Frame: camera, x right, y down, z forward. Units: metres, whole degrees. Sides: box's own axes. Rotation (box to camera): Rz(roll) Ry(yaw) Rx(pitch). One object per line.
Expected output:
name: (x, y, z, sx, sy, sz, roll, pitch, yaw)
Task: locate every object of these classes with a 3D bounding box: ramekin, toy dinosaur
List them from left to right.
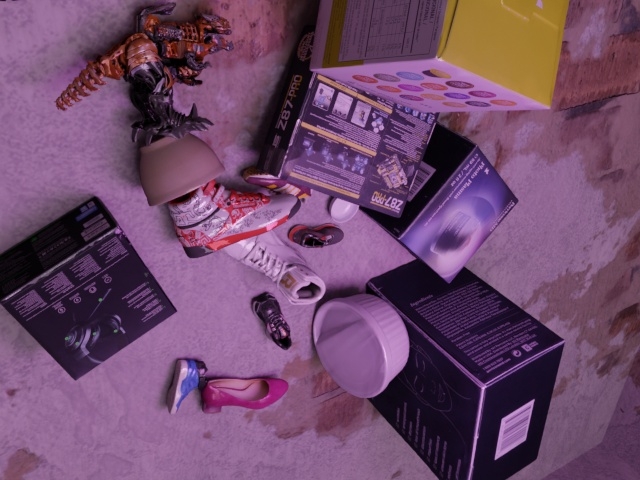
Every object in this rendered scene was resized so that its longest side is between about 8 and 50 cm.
toy dinosaur: (-0.300, -0.294, 1.197, 0.322, 0.164, 0.218, -18, 115, -4)
ramekin: (0.114, 0.265, 1.788, 0.127, 0.273, 0.272, -22, 131, -39)

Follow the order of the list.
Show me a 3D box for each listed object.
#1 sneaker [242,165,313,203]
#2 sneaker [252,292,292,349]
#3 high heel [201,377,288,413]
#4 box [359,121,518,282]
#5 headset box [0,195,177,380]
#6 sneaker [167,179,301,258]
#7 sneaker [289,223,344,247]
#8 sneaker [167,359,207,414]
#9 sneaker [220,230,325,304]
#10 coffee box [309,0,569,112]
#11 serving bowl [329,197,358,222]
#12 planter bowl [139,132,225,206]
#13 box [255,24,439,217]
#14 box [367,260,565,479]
sneaker: (-0.092, -0.116, 1.498, 0.186, 0.069, 0.083, 0, 114, -36)
sneaker: (-0.108, 0.207, 1.701, 0.072, 0.077, 0.178, -37, 134, -13)
high heel: (-0.190, 0.380, 1.750, 0.244, 0.082, 0.117, -4, 137, -20)
box: (0.312, -0.094, 1.741, 0.296, 0.183, 0.294, -51, 137, 3)
headset box: (-0.455, 0.103, 1.329, 0.246, 0.131, 0.283, -35, 134, -13)
sneaker: (-0.180, -0.078, 1.408, 0.270, 0.090, 0.145, -24, 115, -9)
sneaker: (0.000, 0.000, 1.649, 0.158, 0.065, 0.061, -3, 120, -35)
sneaker: (-0.322, 0.361, 1.657, 0.085, 0.058, 0.152, 7, 108, -30)
sneaker: (-0.103, 0.050, 1.534, 0.292, 0.169, 0.108, 28, 102, -43)
coffee box: (0.230, -0.444, 1.260, 0.338, 0.334, 0.338, 8, 92, -41)
serving bowl: (0.054, -0.086, 1.657, 0.083, 0.027, 0.083, -19, 129, -25)
planter bowl: (-0.277, -0.149, 1.289, 0.162, 0.162, 0.109, -29, 107, -18)
box: (0.080, -0.245, 1.482, 0.395, 0.097, 0.318, 14, 96, -43)
box: (0.371, 0.371, 1.894, 0.297, 0.472, 0.479, -22, 130, -26)
